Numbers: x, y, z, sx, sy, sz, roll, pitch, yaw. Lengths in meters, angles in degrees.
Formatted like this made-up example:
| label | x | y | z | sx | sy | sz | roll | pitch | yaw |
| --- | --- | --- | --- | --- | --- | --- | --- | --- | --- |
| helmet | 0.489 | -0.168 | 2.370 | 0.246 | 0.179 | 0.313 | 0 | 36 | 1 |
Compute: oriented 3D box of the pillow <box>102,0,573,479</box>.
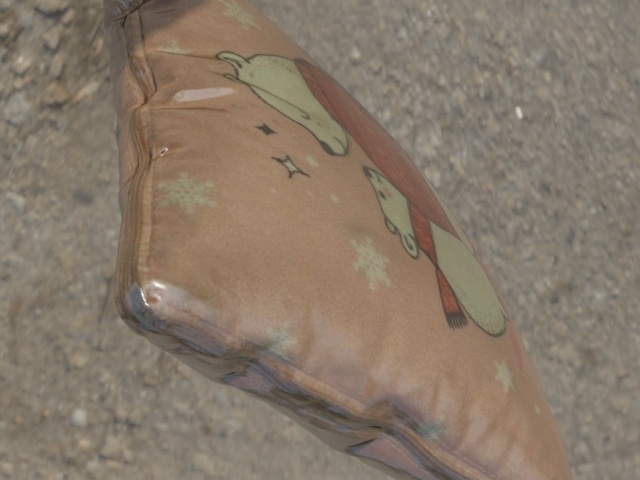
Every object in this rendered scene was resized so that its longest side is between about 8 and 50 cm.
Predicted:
| label | x | y | z | sx | sy | sz | roll | pitch | yaw |
| --- | --- | --- | --- | --- | --- | --- | --- | --- | --- |
| pillow | 0.000 | 0.000 | 0.581 | 0.084 | 0.236 | 0.223 | -40 | 125 | 19 |
